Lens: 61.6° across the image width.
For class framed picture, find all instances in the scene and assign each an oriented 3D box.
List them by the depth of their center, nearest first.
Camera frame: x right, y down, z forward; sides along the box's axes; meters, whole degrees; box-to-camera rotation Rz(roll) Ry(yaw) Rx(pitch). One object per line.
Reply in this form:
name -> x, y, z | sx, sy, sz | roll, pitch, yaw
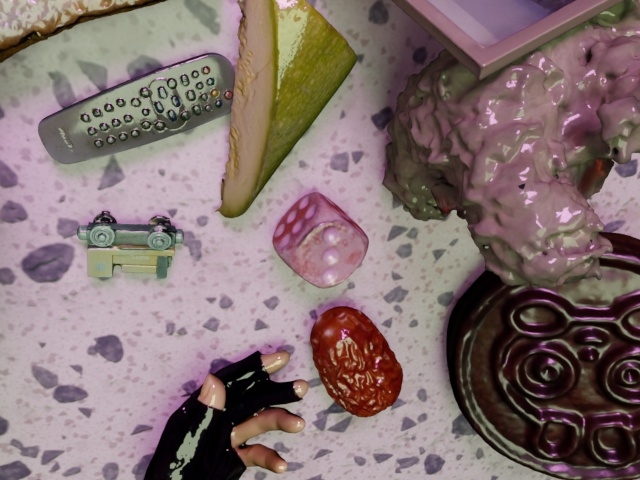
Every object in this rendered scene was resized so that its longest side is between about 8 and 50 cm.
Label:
framed picture -> 0.134, -0.281, 0.494 | 0.213, 0.289, 0.016 | -30, 153, -12

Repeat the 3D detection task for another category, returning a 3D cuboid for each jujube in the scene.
jujube -> 0.050, 0.177, 0.792 | 0.112, 0.109, 0.176 | -45, 116, -34

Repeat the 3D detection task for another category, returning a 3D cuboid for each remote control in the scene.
remote control -> -0.198, -0.146, 0.598 | 0.222, 0.042, 0.072 | -22, 120, -7

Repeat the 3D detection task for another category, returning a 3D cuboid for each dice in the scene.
dice -> 0.000, 0.000, 0.694 | 0.091, 0.094, 0.093 | 38, 99, -27

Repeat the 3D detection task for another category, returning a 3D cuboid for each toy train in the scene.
toy train -> -0.232, 0.008, 0.657 | 0.122, 0.050, 0.081 | 4, 118, -18

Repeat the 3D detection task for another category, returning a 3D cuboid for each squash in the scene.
squash -> -0.074, -0.129, 0.581 | 0.252, 0.093, 0.169 | -51, 143, 10

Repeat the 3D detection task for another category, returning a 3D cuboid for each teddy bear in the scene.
teddy bear -> 0.259, -0.142, 0.562 | 0.368, 0.357, 0.224 | -23, 108, -5

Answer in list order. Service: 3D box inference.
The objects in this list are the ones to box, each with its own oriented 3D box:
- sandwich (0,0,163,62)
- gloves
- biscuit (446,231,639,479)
sandwich -> -0.252, -0.309, 0.474 | 0.273, 0.095, 0.248 | -22, 119, -6
gloves -> -0.142, 0.280, 0.757 | 0.301, 0.152, 0.197 | -42, 140, -1
biscuit -> 0.393, 0.188, 0.799 | 0.408, 0.091, 0.407 | 4, 109, 13
